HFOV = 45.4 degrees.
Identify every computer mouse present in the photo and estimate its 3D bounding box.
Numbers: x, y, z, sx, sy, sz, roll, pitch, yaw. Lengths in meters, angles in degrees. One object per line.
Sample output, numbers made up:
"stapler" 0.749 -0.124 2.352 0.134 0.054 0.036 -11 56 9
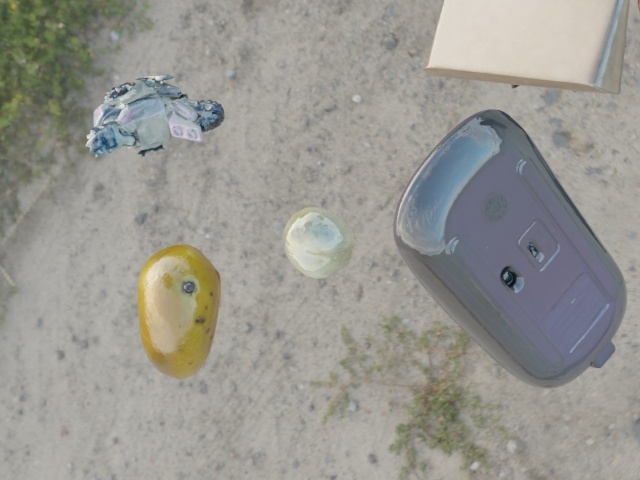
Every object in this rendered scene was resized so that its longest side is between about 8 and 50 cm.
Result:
"computer mouse" 0.135 0.012 0.530 0.120 0.232 0.057 -49 32 -4

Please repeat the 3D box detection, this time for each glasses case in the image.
"glasses case" 0.189 -0.182 0.670 0.193 0.070 0.103 21 97 48

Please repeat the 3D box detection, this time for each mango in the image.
"mango" -0.189 0.098 1.025 0.227 0.109 0.147 106 148 -47

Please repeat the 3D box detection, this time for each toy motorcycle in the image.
"toy motorcycle" -0.303 -0.193 1.298 0.239 0.204 0.108 3 129 34

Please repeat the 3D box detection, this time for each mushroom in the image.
"mushroom" 0.000 0.000 1.536 0.154 0.122 0.154 14 125 22

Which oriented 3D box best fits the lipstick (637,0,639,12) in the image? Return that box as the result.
"lipstick" 0.423 -0.265 0.978 0.025 0.107 0.025 -47 33 -18
